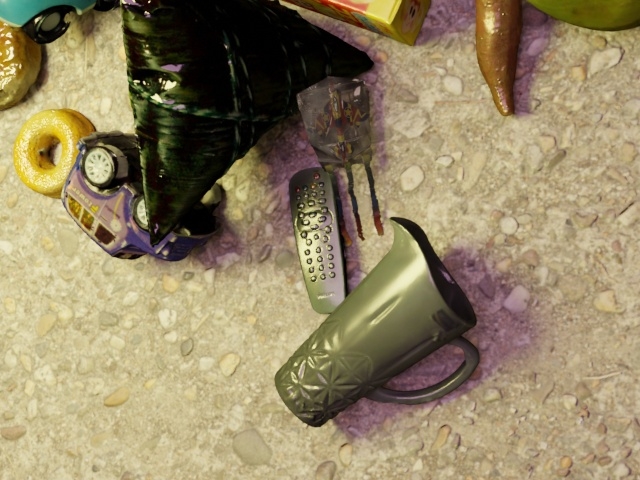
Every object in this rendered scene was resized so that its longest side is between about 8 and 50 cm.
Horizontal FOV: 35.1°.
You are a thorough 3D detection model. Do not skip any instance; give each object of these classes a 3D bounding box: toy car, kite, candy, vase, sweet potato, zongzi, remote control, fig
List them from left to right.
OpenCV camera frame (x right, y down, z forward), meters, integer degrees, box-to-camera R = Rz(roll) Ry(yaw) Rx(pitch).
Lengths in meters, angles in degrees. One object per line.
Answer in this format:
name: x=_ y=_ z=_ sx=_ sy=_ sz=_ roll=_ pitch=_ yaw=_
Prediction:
toy car: x=-0.423 y=-0.447 z=1.582 sx=0.255 sy=0.190 sz=0.188 roll=-34 pitch=71 yaw=-26
toy car: x=-0.276 y=-0.053 z=1.549 sx=0.235 sy=0.172 sz=0.158 roll=43 pitch=115 yaw=14
zongzi: x=-0.159 y=-0.182 z=1.441 sx=0.319 sy=0.383 sz=0.362 roll=14 pitch=106 yaw=25
remote control: x=0.000 y=0.000 z=1.511 sx=0.072 sy=0.042 sz=0.222 roll=-12 pitch=81 yaw=16
candy: x=0.015 y=-0.381 z=1.488 sx=0.276 sy=0.146 sz=0.088 roll=23 pitch=93 yaw=17
kite: x=0.039 y=-0.117 z=1.467 sx=0.015 sy=0.141 sz=0.245 roll=-4 pitch=101 yaw=53
vase: x=0.082 y=0.145 z=1.432 sx=0.301 sy=0.156 sz=0.251 roll=-41 pitch=101 yaw=16
sweet potato: x=0.253 y=-0.334 z=1.424 sx=0.066 sy=0.072 sz=0.314 roll=22 pitch=119 yaw=56
fig: x=0.384 y=-0.371 z=1.346 sx=0.230 sy=0.207 sz=0.207 roll=-46 pitch=73 yaw=31

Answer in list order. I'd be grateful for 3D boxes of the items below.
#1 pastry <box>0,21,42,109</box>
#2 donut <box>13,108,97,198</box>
pastry: x=-0.554 y=-0.315 z=1.684 sx=0.182 sy=0.093 sz=0.192 roll=-21 pitch=84 yaw=14
donut: x=-0.438 y=-0.146 z=1.654 sx=0.152 sy=0.058 sz=0.152 roll=-1 pitch=87 yaw=18
